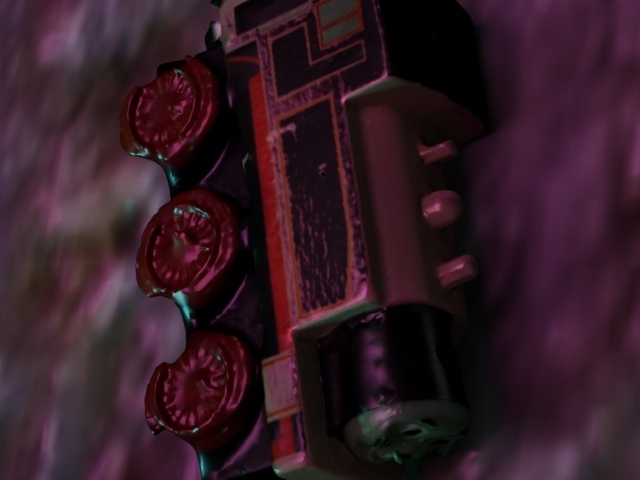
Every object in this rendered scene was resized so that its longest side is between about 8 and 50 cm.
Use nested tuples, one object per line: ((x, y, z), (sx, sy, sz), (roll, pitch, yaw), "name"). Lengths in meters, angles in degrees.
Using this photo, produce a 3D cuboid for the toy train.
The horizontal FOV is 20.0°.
((0.000, 0.000, 0.434), (0.087, 0.050, 0.138), (-22, 61, 30), "toy train")
